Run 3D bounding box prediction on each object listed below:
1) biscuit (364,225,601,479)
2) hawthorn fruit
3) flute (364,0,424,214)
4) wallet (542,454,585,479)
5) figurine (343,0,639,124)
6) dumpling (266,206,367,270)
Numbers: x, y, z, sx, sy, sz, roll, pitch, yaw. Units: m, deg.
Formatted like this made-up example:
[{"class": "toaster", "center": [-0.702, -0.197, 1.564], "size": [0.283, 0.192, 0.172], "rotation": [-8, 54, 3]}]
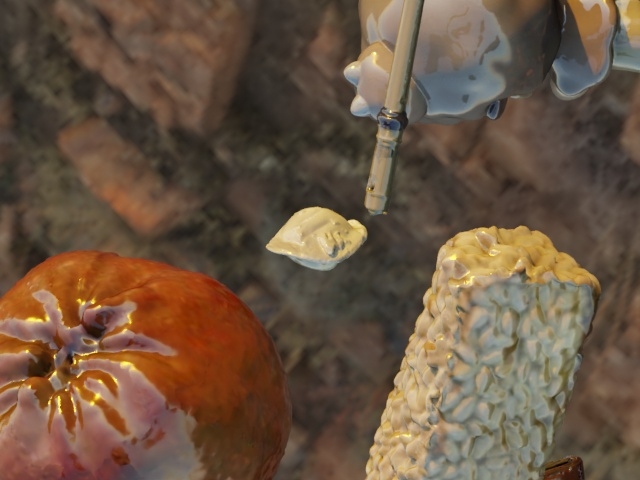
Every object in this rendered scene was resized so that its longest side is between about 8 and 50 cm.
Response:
[{"class": "biscuit", "center": [0.078, 0.076, 0.895], "size": [0.070, 0.082, 0.168], "rotation": [-128, 47, -56]}, {"class": "hawthorn fruit", "center": [-0.150, 0.131, 1.362], "size": [0.258, 0.258, 0.262], "rotation": [40, 169, 7]}, {"class": "flute", "center": [0.062, -0.132, 1.373], "size": [0.027, 0.027, 0.233], "rotation": [17, 103, 35]}, {"class": "wallet", "center": [0.195, 0.332, 1.663], "size": [0.031, 0.137, 0.255], "rotation": [-144, 42, -66]}, {"class": "figurine", "center": [0.202, -0.222, 1.829], "size": [0.203, 0.381, 0.248], "rotation": [133, 137, -71]}, {"class": "dumpling", "center": [0.000, -0.003, 1.465], "size": [0.076, 0.052, 0.057], "rotation": [21, 165, -39]}]
